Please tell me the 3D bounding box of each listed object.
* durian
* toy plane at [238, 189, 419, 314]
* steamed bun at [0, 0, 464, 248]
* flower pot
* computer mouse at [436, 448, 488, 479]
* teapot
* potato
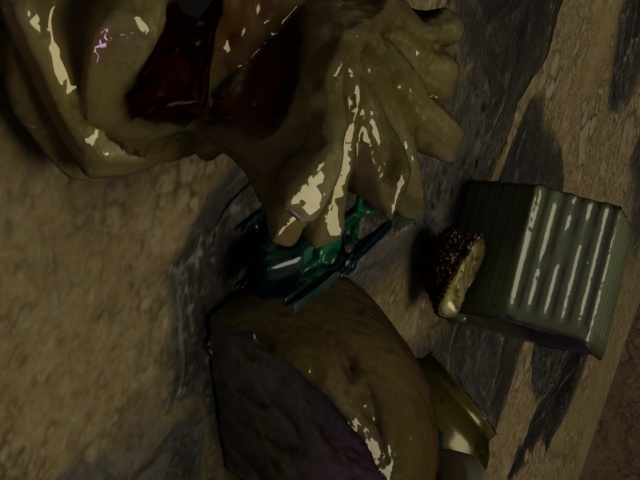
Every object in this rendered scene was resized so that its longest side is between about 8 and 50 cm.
[{"bbox_3d":[0.153,0.028,1.474,0.110,0.071,0.140,-59,165,-25],"label":"durian"},{"bbox_3d":[0.000,0.000,1.074,0.235,0.096,0.060,-38,138,-53],"label":"toy plane"},{"bbox_3d":[-0.014,-0.129,0.827,0.428,0.189,0.247,-40,138,-48],"label":"steamed bun"},{"bbox_3d":[0.286,0.038,1.607,0.209,0.239,0.189,144,-37,-81],"label":"flower pot"},{"bbox_3d":[0.055,0.327,1.161,0.121,0.297,0.184,51,16,-16],"label":"computer mouse"},{"bbox_3d":[0.090,0.228,1.367,0.182,0.173,0.269,-39,174,-3],"label":"teapot"},{"bbox_3d":[0.040,0.115,1.112,0.264,0.189,0.211,-46,142,-50],"label":"potato"}]
